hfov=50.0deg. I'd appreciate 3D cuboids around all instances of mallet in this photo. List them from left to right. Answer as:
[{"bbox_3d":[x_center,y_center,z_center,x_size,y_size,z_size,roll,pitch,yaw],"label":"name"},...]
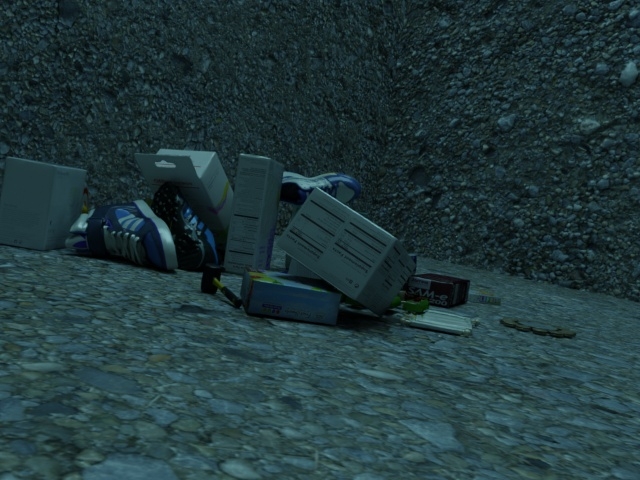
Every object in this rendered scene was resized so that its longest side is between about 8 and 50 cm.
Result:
[{"bbox_3d":[-0.200,0.090,1.415,0.039,0.062,0.190,6,4,-30],"label":"mallet"}]

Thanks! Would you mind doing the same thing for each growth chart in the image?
[{"bbox_3d":[0.263,0.178,1.531,0.172,0.021,0.237,9,3,16],"label":"growth chart"}]

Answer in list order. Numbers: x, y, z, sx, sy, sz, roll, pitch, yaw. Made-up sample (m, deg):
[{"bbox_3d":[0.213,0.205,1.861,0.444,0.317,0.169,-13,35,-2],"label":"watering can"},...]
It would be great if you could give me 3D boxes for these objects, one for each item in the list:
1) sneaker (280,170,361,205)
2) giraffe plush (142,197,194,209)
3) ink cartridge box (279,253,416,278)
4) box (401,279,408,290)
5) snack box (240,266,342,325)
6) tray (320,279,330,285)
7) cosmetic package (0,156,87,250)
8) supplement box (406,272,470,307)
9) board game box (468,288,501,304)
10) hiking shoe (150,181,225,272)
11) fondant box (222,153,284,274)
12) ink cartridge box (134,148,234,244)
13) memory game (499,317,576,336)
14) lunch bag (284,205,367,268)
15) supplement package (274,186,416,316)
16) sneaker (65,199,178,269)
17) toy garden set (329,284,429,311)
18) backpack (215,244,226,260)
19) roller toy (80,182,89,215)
[{"bbox_3d":[-0.023,-0.146,2.159,0.297,0.111,0.131,1,25,6],"label":"sneaker"},{"bbox_3d":[-0.466,-0.024,2.026,0.210,0.181,0.170,-27,-12,-19],"label":"giraffe plush"},{"bbox_3d":[0.058,0.061,1.817,0.330,0.071,0.324,3,3,20],"label":"ink cartridge box"},{"bbox_3d":[0.260,0.139,2.212,0.116,0.029,0.162,12,5,42],"label":"box"},{"bbox_3d":[-0.065,0.109,1.380,0.175,0.070,0.207,10,4,-11],"label":"snack box"},{"bbox_3d":[0.051,0.120,1.950,0.270,0.030,0.145,8,4,-16],"label":"tray"},{"bbox_3d":[-0.742,-0.098,1.838,0.138,0.224,0.224,9,3,1],"label":"cosmetic package"},{"bbox_3d":[0.343,0.141,1.987,0.130,0.073,0.239,10,2,25],"label":"supplement box"},{"bbox_3d":[0.497,0.177,2.210,0.103,0.026,0.154,8,3,-17],"label":"board game box"},{"bbox_3d":[-0.375,-0.030,1.908,0.132,0.113,0.304,24,33,-55],"label":"hiking shoe"},{"bbox_3d":[-0.189,-0.073,1.995,0.096,0.330,0.238,10,3,7],"label":"fondant box"},{"bbox_3d":[-0.383,-0.154,2.041,0.207,0.119,0.353,6,-41,23],"label":"ink cartridge box"},{"bbox_3d":[0.539,0.216,1.711,0.186,0.012,0.186,8,3,0],"label":"memory game"},{"bbox_3d":[0.000,0.000,2.198,0.262,0.223,0.160,10,6,33],"label":"lunch bag"},{"bbox_3d":[0.061,0.032,1.429,0.204,0.145,0.262,34,-3,21],"label":"supplement package"},{"bbox_3d":[-0.524,0.010,1.770,0.236,0.130,0.323,-19,37,-24],"label":"sneaker"},{"bbox_3d":[0.143,0.128,1.664,0.244,0.049,0.204,5,1,18],"label":"toy garden set"},{"bbox_3d":[-0.293,0.009,2.230,0.182,0.115,0.152,10,1,-8],"label":"backpack"},{"bbox_3d":[-0.774,-0.095,2.063,0.146,0.209,0.191,8,42,-8],"label":"roller toy"}]
